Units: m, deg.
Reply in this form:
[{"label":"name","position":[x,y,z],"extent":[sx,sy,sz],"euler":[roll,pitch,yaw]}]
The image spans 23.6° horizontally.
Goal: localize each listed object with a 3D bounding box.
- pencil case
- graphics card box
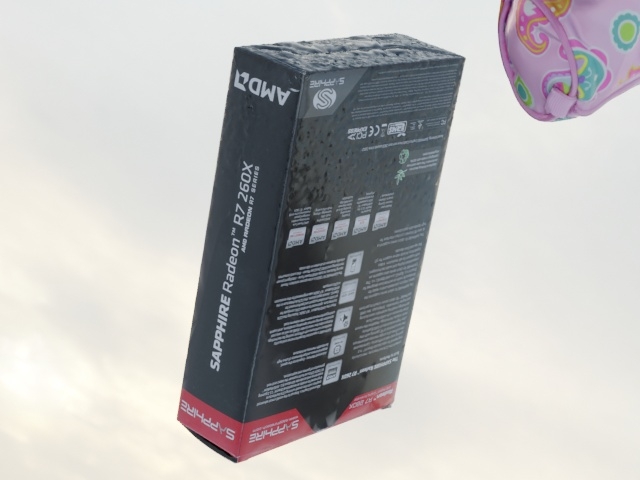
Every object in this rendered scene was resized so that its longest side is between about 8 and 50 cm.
[{"label":"pencil case","position":[0.280,-0.187,1.208],"extent":[0.124,0.284,0.124],"euler":[54,-24,38]},{"label":"graphics card box","position":[0.000,0.000,1.414],"extent":[0.094,0.371,0.233],"euler":[27,27,36]}]
